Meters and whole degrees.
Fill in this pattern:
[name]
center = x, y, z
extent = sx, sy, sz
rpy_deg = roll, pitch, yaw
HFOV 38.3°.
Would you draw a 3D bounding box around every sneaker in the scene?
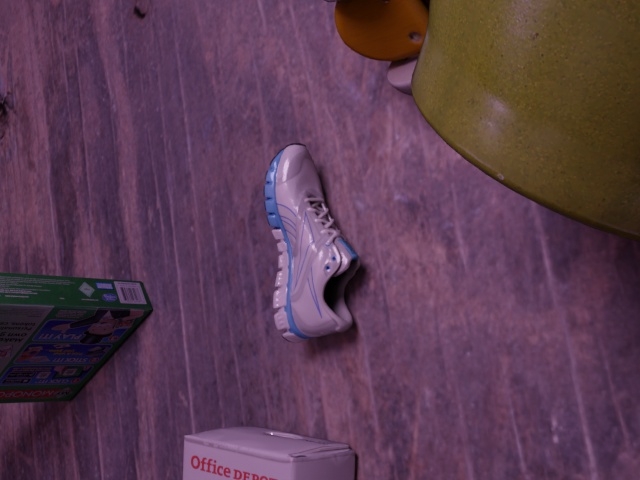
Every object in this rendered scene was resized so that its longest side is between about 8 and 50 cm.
[sneaker]
center = 0.000, 0.000, 0.874
extent = 0.083, 0.071, 0.190
rpy_deg = -7, 90, 36

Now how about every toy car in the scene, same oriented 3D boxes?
[toy car]
center = 0.099, -0.218, 0.759
extent = 0.182, 0.159, 0.136
rpy_deg = -10, 43, 43

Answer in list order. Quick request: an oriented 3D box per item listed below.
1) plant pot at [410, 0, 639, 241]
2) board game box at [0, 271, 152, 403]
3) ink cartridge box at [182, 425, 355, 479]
[plant pot]
center = 0.221, -0.198, 0.518
extent = 0.366, 0.366, 0.353
rpy_deg = 44, 128, 36
[board game box]
center = -0.379, 0.115, 1.039
extent = 0.213, 0.317, 0.046
rpy_deg = -44, 57, 31
[ink cartridge box]
center = -0.053, 0.296, 0.875
extent = 0.159, 0.092, 0.217
rpy_deg = -1, 84, 43
